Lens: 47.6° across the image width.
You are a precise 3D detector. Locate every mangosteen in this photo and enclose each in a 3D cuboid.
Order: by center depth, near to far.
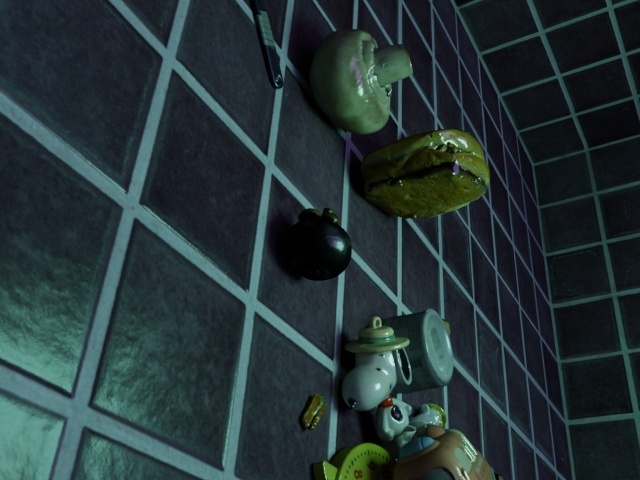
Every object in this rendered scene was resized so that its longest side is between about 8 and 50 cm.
[{"bbox_3d":[0.000,0.000,1.410,0.137,0.137,0.151,47,44,-44],"label":"mangosteen"}]

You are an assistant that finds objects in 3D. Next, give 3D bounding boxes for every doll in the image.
[{"bbox_3d":[0.135,0.314,1.533,0.271,0.144,0.208,52,52,-35],"label":"doll"},{"bbox_3d":[0.251,0.447,1.731,0.207,0.081,0.129,-20,114,-66],"label":"doll"}]

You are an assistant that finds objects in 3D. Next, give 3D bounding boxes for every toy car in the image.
[{"bbox_3d":[0.238,0.472,1.413,0.212,0.180,0.270,62,17,7],"label":"toy car"}]

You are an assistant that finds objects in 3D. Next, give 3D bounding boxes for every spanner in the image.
[{"bbox_3d":[-0.128,-0.473,1.529,0.087,0.024,0.316,-12,89,-62],"label":"spanner"}]

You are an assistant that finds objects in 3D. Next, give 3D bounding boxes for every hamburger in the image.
[{"bbox_3d":[0.258,-0.166,1.806,0.284,0.304,0.174,18,59,-60],"label":"hamburger"}]

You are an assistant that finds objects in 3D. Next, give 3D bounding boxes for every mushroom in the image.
[{"bbox_3d":[0.107,-0.379,1.700,0.254,0.234,0.260,67,27,-24],"label":"mushroom"}]

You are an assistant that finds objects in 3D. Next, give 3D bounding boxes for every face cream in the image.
[{"bbox_3d":[0.205,0.256,1.655,0.177,0.153,0.177,42,40,-49],"label":"face cream"}]

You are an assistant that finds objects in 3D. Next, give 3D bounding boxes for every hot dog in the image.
[{"bbox_3d":[-0.014,0.317,1.342,0.037,0.021,0.083,49,34,-5],"label":"hot dog"}]

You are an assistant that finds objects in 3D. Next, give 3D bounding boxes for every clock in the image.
[{"bbox_3d":[0.108,0.524,1.368,0.293,0.071,0.277,9,63,-56],"label":"clock"}]

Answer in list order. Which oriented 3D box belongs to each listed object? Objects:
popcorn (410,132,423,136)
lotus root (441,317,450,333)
[{"bbox_3d":[0.309,-0.251,2.172,0.125,0.126,0.145,-35,128,-36],"label":"popcorn"},{"bbox_3d":[0.247,0.251,1.825,0.135,0.095,0.159,32,89,-47],"label":"lotus root"}]
